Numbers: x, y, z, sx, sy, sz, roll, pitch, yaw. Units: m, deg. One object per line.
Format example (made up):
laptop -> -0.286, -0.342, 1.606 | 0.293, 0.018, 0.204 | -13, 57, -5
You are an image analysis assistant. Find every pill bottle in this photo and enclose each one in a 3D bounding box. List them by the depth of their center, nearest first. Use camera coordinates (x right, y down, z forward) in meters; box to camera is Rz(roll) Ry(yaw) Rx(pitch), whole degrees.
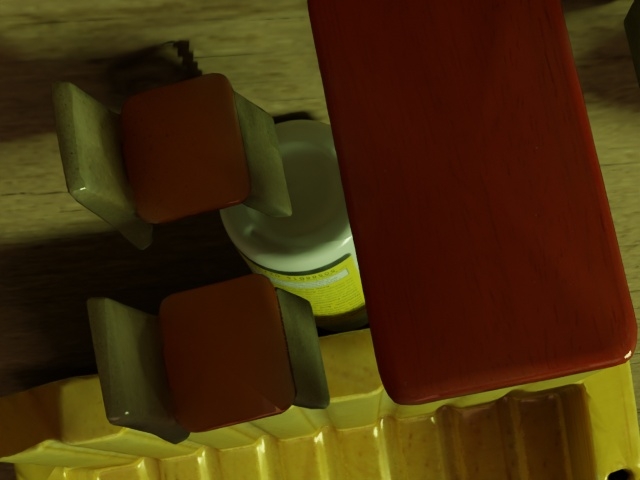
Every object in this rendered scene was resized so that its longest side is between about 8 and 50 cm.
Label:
pill bottle -> 0.000, 0.000, 0.628 | 0.065, 0.065, 0.116 | -12, 157, 7

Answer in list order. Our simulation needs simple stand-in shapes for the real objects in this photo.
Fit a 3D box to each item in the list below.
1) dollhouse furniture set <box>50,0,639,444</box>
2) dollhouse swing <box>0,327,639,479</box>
dollhouse furniture set -> 0.057, 0.025, 0.462 | 0.262, 0.259, 0.135 | -13, 166, 7
dollhouse swing -> 0.015, 0.183, 0.775 | 0.346, 0.315, 0.305 | -9, -175, -1
